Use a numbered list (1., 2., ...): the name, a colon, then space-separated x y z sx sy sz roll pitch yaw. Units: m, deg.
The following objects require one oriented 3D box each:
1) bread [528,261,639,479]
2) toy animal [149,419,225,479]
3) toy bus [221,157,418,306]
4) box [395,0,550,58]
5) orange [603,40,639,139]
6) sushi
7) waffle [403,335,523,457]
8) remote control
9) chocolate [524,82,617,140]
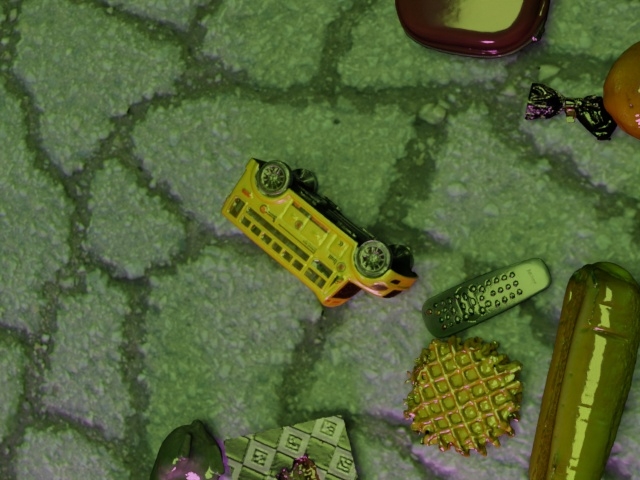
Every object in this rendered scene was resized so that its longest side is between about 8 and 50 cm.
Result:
1. bread: 0.412 0.223 1.711 0.112 0.166 0.383 11 92 -4
2. toy animal: -0.267 0.440 1.978 0.125 0.127 0.251 41 115 5
3. toy bus: 0.000 0.000 1.874 0.330 0.144 0.152 39 100 19
4. box: 0.265 -0.498 1.821 0.263 0.108 0.404 11 91 20
5. orange: 0.501 -0.225 1.705 0.136 0.159 0.159 -6 85 48
6. sushi: -0.033 0.427 1.917 0.220 0.047 0.231 -15 87 14
7. waffle: 0.230 0.250 1.820 0.197 0.070 0.193 10 91 23
8. remote control: 0.269 0.092 1.826 0.222 0.042 0.072 -25 79 18
9. chocolate: 0.400 -0.206 1.791 0.147 0.070 0.072 20 84 9
